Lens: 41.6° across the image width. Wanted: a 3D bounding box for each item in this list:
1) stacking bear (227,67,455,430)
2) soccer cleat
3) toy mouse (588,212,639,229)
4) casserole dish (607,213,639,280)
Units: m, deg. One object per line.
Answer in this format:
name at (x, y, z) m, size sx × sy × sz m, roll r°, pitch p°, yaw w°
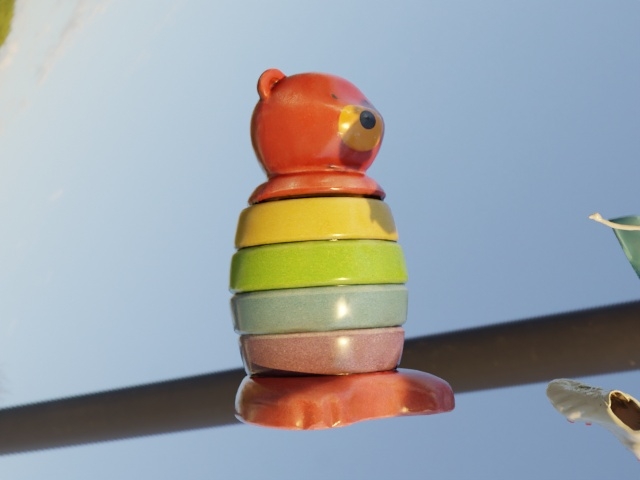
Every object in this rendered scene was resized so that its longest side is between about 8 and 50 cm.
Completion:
stacking bear at (0.000, 0.000, 0.708) m, size 0.164 × 0.175 × 0.289 m, roll -9°, pitch -99°, yaw 52°
soccer cleat at (0.383, 0.224, 1.139) m, size 0.068 × 0.076 × 0.196 m, roll -29°, pitch -150°, yaw -20°
toy mouse at (0.213, -0.022, 0.394) m, size 0.161 × 0.031 × 0.143 m, roll 18°, pitch -78°, yaw 27°
casserole dish at (0.358, 0.043, 0.877) m, size 0.037 × 0.188 × 0.114 m, roll -32°, pitch -142°, yaw 19°
